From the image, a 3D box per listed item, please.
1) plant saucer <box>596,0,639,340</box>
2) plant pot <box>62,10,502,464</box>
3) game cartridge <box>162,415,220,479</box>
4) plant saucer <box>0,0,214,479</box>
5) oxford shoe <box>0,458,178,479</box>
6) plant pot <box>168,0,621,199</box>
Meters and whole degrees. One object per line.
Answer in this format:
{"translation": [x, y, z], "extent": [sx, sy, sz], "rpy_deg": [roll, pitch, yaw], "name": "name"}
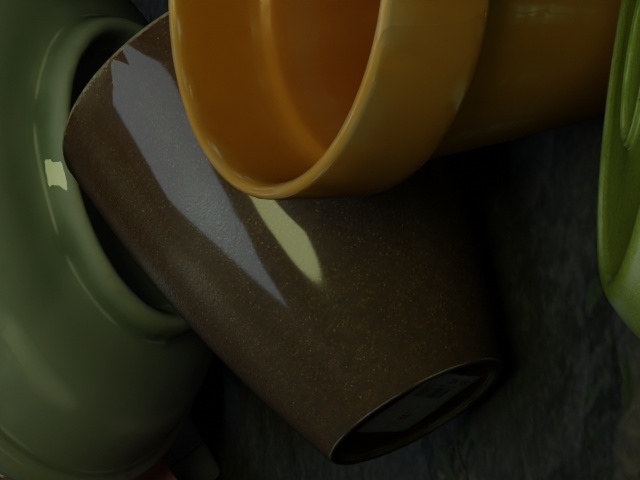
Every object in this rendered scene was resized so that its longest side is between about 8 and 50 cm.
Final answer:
{"translation": [0.143, -0.068, 0.644], "extent": [0.241, 0.037, 0.241], "rpy_deg": [6, -90, -86], "name": "plant saucer"}
{"translation": [0.000, 0.000, 0.903], "extent": [0.230, 0.215, 0.215], "rpy_deg": [60, 143, 22], "name": "plant pot"}
{"translation": [-0.219, 0.059, 1.337], "extent": [0.355, 0.068, 0.230], "rpy_deg": [31, 155, 58], "name": "game cartridge"}
{"translation": [-0.150, -0.036, 1.072], "extent": [0.100, 0.400, 0.400], "rpy_deg": [-14, 77, 24], "name": "plant saucer"}
{"translation": [-0.085, 0.269, 1.145], "extent": [0.397, 0.140, 0.146], "rpy_deg": [43, 160, 37], "name": "oxford shoe"}
{"translation": [0.054, -0.122, 0.770], "extent": [0.205, 0.188, 0.205], "rpy_deg": [2, 93, 59], "name": "plant pot"}
